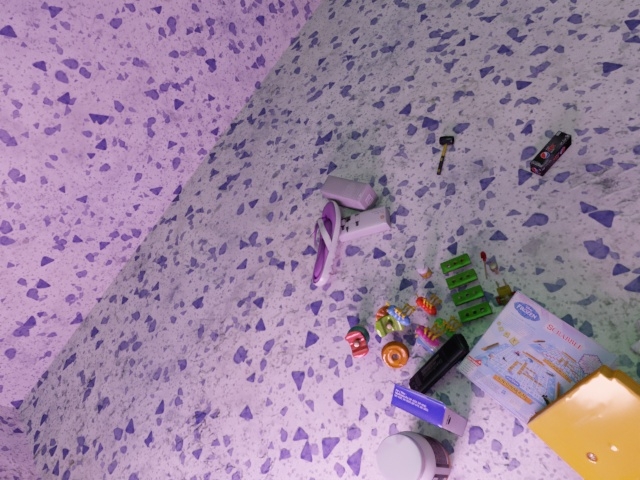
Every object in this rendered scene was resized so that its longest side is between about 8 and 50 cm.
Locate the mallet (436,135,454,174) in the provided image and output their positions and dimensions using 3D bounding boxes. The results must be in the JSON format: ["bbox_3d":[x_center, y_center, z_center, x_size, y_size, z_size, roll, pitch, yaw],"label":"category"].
[{"bbox_3d":[0.527,-0.374,1.829,0.062,0.039,0.190,15,77,36],"label":"mallet"}]

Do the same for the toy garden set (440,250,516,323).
[{"bbox_3d":[0.566,0.156,1.497,0.204,0.049,0.244,-25,53,21],"label":"toy garden set"}]

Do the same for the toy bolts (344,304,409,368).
[{"bbox_3d":[0.216,0.365,1.577,0.228,0.158,0.218,-18,96,12],"label":"toy bolts"}]

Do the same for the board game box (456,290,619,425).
[{"bbox_3d":[0.642,0.373,1.267,0.318,0.066,0.318,39,88,26],"label":"board game box"}]

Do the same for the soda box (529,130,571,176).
[{"bbox_3d":[0.863,-0.325,1.569,0.169,0.060,0.053,-48,51,0],"label":"soda box"}]

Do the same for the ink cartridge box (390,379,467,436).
[{"bbox_3d":[0.324,0.512,1.261,0.165,0.333,0.065,13,69,38],"label":"ink cartridge box"}]

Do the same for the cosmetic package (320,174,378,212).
[{"bbox_3d":[0.130,-0.213,1.929,0.238,0.127,0.107,24,79,37],"label":"cosmetic package"}]

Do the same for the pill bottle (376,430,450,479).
[{"bbox_3d":[0.277,0.657,1.245,0.162,0.278,0.162,-15,56,24],"label":"pill bottle"}]

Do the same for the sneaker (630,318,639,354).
[{"bbox_3d":[0.961,0.234,1.188,0.094,0.080,0.212,27,82,51],"label":"sneaker"}]

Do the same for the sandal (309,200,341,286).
[{"bbox_3d":[0.008,-0.005,1.864,0.169,0.102,0.416,-34,44,55],"label":"sandal"}]

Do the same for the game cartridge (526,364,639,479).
[{"bbox_3d":[0.720,0.485,1.019,0.052,0.324,0.285,-25,58,-39],"label":"game cartridge"}]

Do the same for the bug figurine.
[{"bbox_3d":[0.358,0.272,1.448,0.216,0.279,0.072,42,119,33],"label":"bug figurine"}]

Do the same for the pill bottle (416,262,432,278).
[{"bbox_3d":[0.395,0.114,1.602,0.043,0.083,0.043,-16,57,25],"label":"pill bottle"}]

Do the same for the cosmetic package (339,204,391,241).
[{"bbox_3d":[0.188,-0.073,1.855,0.239,0.060,0.099,-16,58,25],"label":"cosmetic package"}]

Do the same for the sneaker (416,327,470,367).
[{"bbox_3d":[0.437,0.390,1.435,0.237,0.085,0.086,31,115,34],"label":"sneaker"}]

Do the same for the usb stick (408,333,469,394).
[{"bbox_3d":[0.388,0.416,1.385,0.278,0.045,0.077,-58,31,29],"label":"usb stick"}]
